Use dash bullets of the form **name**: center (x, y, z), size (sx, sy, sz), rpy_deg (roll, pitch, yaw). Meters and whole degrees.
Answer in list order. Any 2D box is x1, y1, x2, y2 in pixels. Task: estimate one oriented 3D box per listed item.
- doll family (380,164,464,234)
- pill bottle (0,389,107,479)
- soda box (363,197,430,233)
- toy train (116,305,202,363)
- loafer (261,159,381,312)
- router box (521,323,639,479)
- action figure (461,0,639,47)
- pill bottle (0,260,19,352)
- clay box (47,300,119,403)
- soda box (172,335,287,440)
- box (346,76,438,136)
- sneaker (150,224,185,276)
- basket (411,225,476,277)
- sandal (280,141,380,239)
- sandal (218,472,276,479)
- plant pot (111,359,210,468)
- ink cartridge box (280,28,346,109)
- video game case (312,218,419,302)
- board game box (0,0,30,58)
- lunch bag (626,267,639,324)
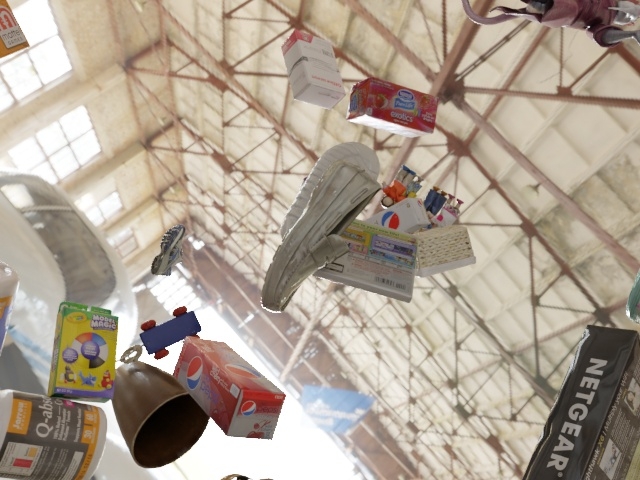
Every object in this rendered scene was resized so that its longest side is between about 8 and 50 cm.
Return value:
- **doll family**: center (0.292, -0.097, 1.851), size (0.263, 0.163, 0.118), rpy_deg (32, 5, 5)
- **pill bottle**: center (-0.583, 0.386, 1.222), size (0.278, 0.162, 0.162), rpy_deg (23, -4, -33)
- **soda box**: center (0.167, -0.032, 1.570), size (0.216, 0.069, 0.074), rpy_deg (-28, -106, 35)
- **toy train**: center (-0.442, 0.270, 1.637), size (0.105, 0.248, 0.143), rpy_deg (64, -20, 6)
- **loafer**: center (0.000, 0.000, 1.148), size (0.111, 0.319, 0.112), rpy_deg (30, -6, 11)
- **router box**: center (0.415, 0.318, 0.896), size (0.081, 0.309, 0.243), rpy_deg (2, -39, 51)
- **action figure**: center (0.516, -0.479, 1.279), size (0.276, 0.370, 0.248), rpy_deg (-20, -111, 59)
- **pill bottle**: center (-0.501, 0.156, 0.800), size (0.152, 0.272, 0.152), rpy_deg (18, 8, -3)
- **clay box**: center (-0.517, 0.238, 1.360), size (0.127, 0.222, 0.053), rpy_deg (17, -35, -36)
- **soda box**: center (-0.165, 0.251, 1.083), size (0.092, 0.083, 0.263), rpy_deg (16, 3, -34)
- **box**: center (0.226, -0.413, 1.939), size (0.257, 0.122, 0.128), rpy_deg (10, -2, -25)
- **sneaker**: center (-0.354, 0.026, 1.482), size (0.058, 0.135, 0.052), rpy_deg (27, 1, -45)
- **basket**: center (0.306, 0.026, 1.629), size (0.113, 0.167, 0.103), rpy_deg (-166, -117, -74)
- **sandal**: center (0.012, -0.131, 1.734), size (0.169, 0.416, 0.102), rpy_deg (47, -31, -9)
- **sandal**: center (-0.162, 0.446, 1.110), size (0.072, 0.180, 0.049), rpy_deg (49, 27, -48)
- **plant pot**: center (-0.426, 0.405, 1.540), size (0.230, 0.215, 0.215), rpy_deg (32, -27, 37)
- **ink cartridge box**: center (-0.023, -0.545, 1.984), size (0.092, 0.158, 0.218), rpy_deg (-37, -122, 42)
- **video game case**: center (0.092, 0.029, 1.267), size (0.212, 0.193, 0.023), rpy_deg (16, -49, 1)
- **board game box**: center (-0.711, -0.337, 0.820), size (0.356, 0.356, 0.356), rpy_deg (-12, -63, 17)
- **lunch bag**: center (0.651, 0.058, 1.082), size (0.279, 0.224, 0.108), rpy_deg (8, 12, -46)
